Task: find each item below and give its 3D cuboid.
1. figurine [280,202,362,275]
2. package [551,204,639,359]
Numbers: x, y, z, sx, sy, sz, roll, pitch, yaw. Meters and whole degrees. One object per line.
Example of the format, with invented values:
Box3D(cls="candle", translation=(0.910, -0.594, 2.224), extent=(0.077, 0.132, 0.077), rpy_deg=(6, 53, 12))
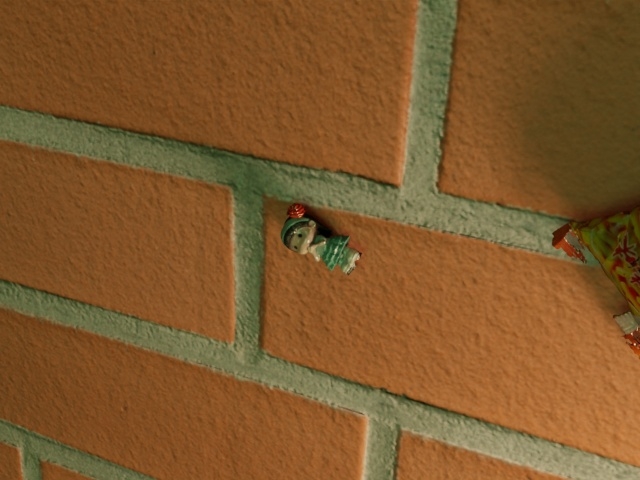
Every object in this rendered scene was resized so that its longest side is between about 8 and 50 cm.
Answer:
Box3D(cls="figurine", translation=(0.000, 0.000, 1.068), extent=(0.106, 0.047, 0.060), rpy_deg=(29, 129, 11))
Box3D(cls="package", translation=(0.395, 0.022, 0.842), extent=(0.288, 0.108, 0.223), rpy_deg=(-36, 90, 36))
